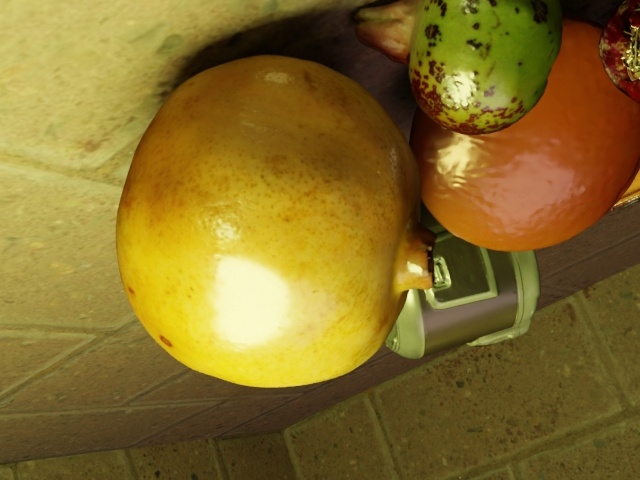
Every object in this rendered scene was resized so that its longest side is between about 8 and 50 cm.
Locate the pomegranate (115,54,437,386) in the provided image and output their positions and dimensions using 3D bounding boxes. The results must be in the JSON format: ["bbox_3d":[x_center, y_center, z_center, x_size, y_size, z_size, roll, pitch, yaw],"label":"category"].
[{"bbox_3d":[-0.040,-0.016,1.019,0.417,0.416,0.416,-18,160,-7],"label":"pomegranate"}]

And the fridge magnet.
[{"bbox_3d":[0.305,-0.153,1.211,0.363,0.155,0.363,-3,119,-6],"label":"fridge magnet"}]

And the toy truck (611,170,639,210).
[{"bbox_3d":[0.735,-0.160,1.854,0.270,0.114,0.135,-28,164,27],"label":"toy truck"}]

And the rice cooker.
[{"bbox_3d":[0.255,0.050,1.607,0.325,0.335,0.335,-16,160,-8],"label":"rice cooker"}]

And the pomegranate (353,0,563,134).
[{"bbox_3d":[0.157,-0.237,0.988,0.248,0.214,0.214,11,163,10],"label":"pomegranate"}]

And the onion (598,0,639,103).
[{"bbox_3d":[0.476,-0.244,1.010,0.281,0.221,0.281,-17,-167,4],"label":"onion"}]
